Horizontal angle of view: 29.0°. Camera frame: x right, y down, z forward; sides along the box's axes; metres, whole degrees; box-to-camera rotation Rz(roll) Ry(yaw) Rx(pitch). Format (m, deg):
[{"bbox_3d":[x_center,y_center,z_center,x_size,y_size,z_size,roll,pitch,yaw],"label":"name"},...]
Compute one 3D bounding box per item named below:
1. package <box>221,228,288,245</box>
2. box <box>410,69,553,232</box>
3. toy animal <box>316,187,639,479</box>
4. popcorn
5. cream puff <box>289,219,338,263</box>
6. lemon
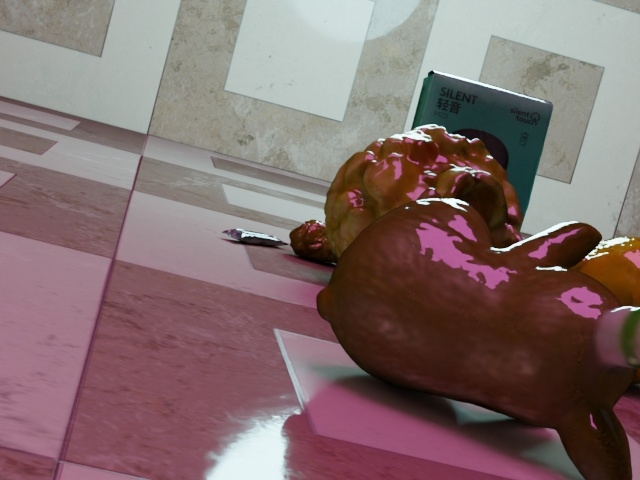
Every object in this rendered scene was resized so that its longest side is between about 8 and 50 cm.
[{"bbox_3d":[-0.093,-0.004,1.749,0.037,0.015,0.110,19,6,37],"label":"package"},{"bbox_3d":[0.227,-0.095,1.948,0.205,0.311,0.118,15,1,-5],"label":"box"},{"bbox_3d":[0.178,0.081,1.019,0.363,0.181,0.180,18,16,34],"label":"toy animal"},{"bbox_3d":[0.141,-0.026,1.616,0.270,0.224,0.258,23,23,5],"label":"popcorn"},{"bbox_3d":[0.000,0.000,1.742,0.083,0.058,0.083,19,6,41],"label":"cream puff"},{"bbox_3d":[0.360,0.082,1.420,0.173,0.173,0.206,21,-6,43],"label":"lemon"}]
